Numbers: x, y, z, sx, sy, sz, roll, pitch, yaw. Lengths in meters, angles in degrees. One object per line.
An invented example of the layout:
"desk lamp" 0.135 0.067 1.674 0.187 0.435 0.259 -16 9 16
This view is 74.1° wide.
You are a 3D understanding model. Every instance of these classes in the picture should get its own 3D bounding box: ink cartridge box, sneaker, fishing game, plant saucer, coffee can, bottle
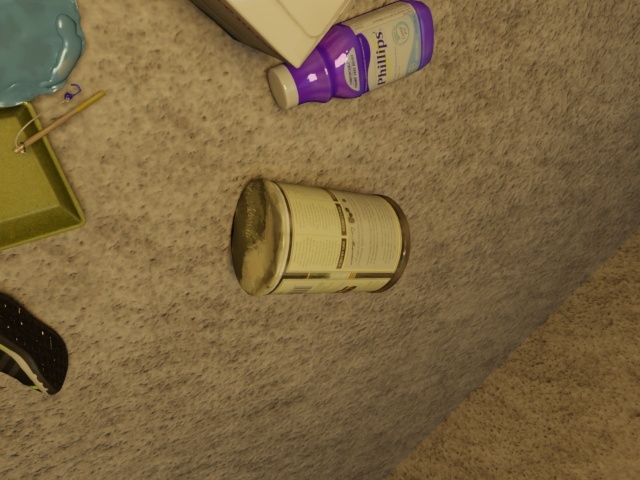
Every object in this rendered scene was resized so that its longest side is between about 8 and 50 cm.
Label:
"ink cartridge box" -0.079 -0.338 0.485 0.171 0.233 0.168 30 101 -43
"sneaker" -0.502 0.167 0.679 0.097 0.084 0.235 -11 128 2
"fishing game" -0.354 -0.239 0.454 0.189 0.041 0.264 -51 149 -20
"plant saucer" -0.441 -0.078 0.554 0.188 0.045 0.188 -20 129 -20
"coffee can" 0.000 0.000 0.793 0.275 0.201 0.202 3 118 -35
"bottle" 0.053 -0.298 0.697 0.282 0.092 0.118 -27 133 -15
